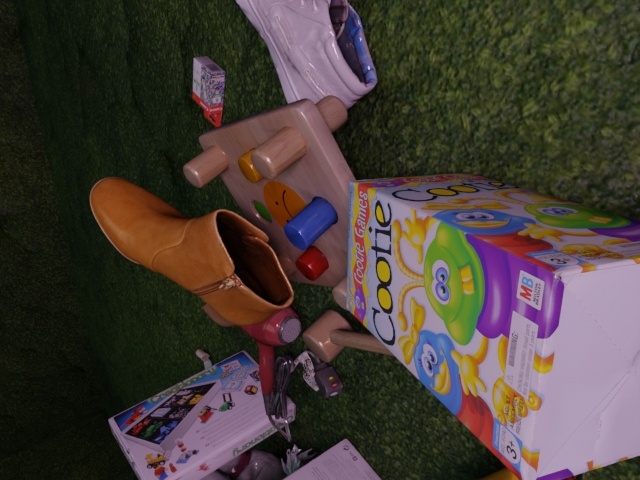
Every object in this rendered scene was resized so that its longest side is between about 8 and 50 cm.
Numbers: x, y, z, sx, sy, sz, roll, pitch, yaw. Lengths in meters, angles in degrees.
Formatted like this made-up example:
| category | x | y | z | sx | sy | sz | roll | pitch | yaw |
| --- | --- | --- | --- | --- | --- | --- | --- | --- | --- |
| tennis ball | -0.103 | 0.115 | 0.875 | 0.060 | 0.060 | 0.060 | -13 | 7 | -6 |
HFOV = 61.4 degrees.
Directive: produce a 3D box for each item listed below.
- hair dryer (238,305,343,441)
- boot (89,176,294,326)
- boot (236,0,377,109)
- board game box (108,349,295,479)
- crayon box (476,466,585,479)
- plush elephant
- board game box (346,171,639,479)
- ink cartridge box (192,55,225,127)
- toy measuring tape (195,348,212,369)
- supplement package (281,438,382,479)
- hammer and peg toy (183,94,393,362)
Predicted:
| category | x | y | z | sx | sy | sz | roll | pitch | yaw |
| --- | --- | --- | --- | --- | --- | --- | --- | --- | --- |
| hair dryer | -0.103 | 0.205 | 0.973 | 0.224 | 0.080 | 0.294 | -49 | 63 | 34 |
| boot | -0.167 | -0.007 | 0.696 | 0.295 | 0.104 | 0.211 | 45 | 148 | -6 |
| boot | -0.016 | -0.275 | 0.641 | 0.123 | 0.095 | 0.258 | -19 | 99 | 50 |
| board game box | -0.226 | 0.349 | 1.053 | 0.193 | 0.305 | 0.053 | 36 | 136 | 40 |
| crayon box | 0.141 | 0.356 | 0.533 | 0.081 | 0.318 | 0.202 | 36 | 138 | 7 |
| plush elephant | -0.183 | 0.494 | 1.100 | 0.255 | 0.272 | 0.330 | 30 | 110 | 10 |
| board game box | 0.139 | 0.038 | 0.445 | 0.275 | 0.141 | 0.145 | -142 | 49 | -64 |
| ink cartridge box | -0.198 | -0.254 | 0.943 | 0.063 | 0.029 | 0.115 | 45 | 139 | 31 |
| toy measuring tape | -0.315 | 0.449 | 1.401 | 0.121 | 0.121 | 0.331 | 17 | 120 | 50 |
| supplement package | -0.010 | 0.511 | 0.872 | 0.199 | 0.262 | 0.198 | 42 | 137 | 35 |
| hammer and peg toy | 0.000 | 0.000 | 0.698 | 0.265 | 0.127 | 0.361 | 2 | 128 | 54 |
